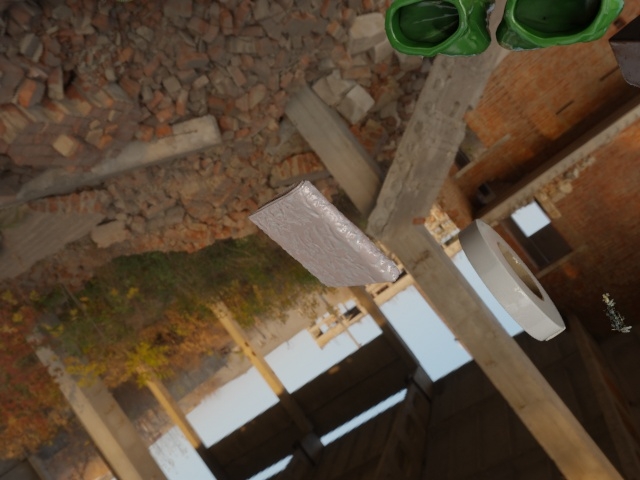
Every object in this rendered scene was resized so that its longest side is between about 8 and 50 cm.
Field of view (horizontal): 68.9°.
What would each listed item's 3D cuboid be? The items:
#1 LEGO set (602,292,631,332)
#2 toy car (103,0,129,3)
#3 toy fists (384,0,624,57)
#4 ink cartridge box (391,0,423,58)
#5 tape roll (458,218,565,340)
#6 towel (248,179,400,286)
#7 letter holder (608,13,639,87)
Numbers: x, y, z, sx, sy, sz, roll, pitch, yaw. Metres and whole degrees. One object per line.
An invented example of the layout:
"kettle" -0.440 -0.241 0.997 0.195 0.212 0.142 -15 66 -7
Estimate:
"LEGO set" 0.431 0.111 0.689 0.023 0.054 0.083 -24 175 20
"toy car" -0.621 -0.754 1.329 0.148 0.155 0.188 -11 -164 -29
"toy fists" 0.226 -0.287 0.600 0.279 0.096 0.142 7 -145 29
"ink cartridge box" 0.341 -0.849 1.547 0.091 0.308 0.385 -9 132 -11
"tape roll" 0.552 0.108 1.356 0.072 0.392 0.392 -41 175 23
"towel" 0.000 0.000 1.201 0.053 0.332 0.317 -57 -160 -25
"letter holder" 0.763 -0.345 0.901 0.152 0.214 0.302 -38 -154 5
